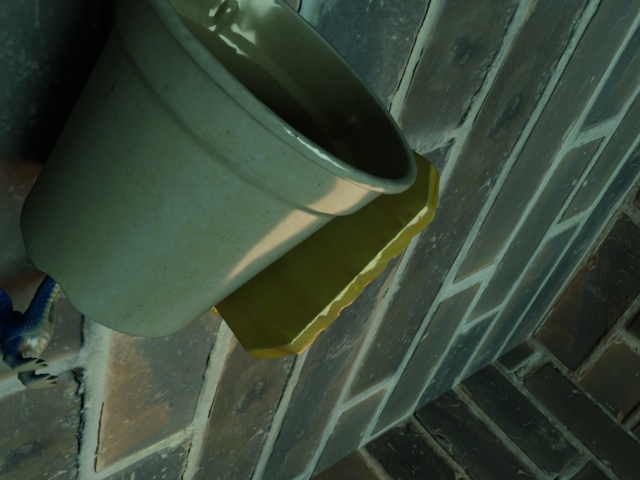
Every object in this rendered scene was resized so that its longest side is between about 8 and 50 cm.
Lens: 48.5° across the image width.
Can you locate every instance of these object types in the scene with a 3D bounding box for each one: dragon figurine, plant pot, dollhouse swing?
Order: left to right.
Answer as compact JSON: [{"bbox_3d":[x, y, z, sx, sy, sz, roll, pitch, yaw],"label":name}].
[{"bbox_3d":[-0.388,0.108,0.816,0.289,0.144,0.085,-17,148,-9],"label":"dragon figurine"},{"bbox_3d":[-0.129,-0.078,0.720,0.305,0.334,0.334,-44,154,23],"label":"plant pot"},{"bbox_3d":[0.000,0.000,0.959,0.347,0.305,0.315,-46,152,-1],"label":"dollhouse swing"}]
